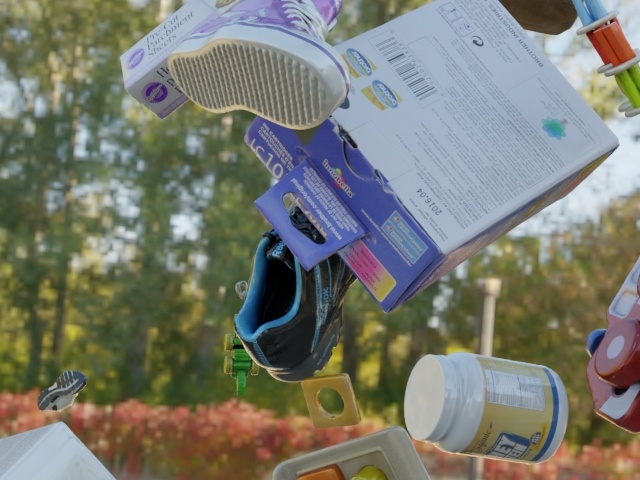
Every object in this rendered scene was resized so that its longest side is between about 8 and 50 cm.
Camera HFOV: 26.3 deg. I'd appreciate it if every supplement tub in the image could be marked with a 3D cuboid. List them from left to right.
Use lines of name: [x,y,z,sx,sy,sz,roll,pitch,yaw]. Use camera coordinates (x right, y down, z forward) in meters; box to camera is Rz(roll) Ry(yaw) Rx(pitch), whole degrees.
supplement tub: [0.235,0.237,1.946,0.199,0.144,0.144,11,-7,-21]

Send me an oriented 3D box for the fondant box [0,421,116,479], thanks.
fondant box: [-0.337,0.290,1.236,0.096,0.238,0.330,49,-30,-9]

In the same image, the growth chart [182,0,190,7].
growth chart: [-0.122,-0.337,2.133,0.237,0.172,0.021,28,5,-44]

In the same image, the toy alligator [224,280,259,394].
toy alligator: [-0.133,0.165,2.283,0.056,0.190,0.051,3,-13,-12]

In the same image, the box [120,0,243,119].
box: [-0.074,-0.254,1.456,0.324,0.067,0.063,-34,-49,19]

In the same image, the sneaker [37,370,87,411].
sneaker: [-0.399,0.237,2.152,0.109,0.040,0.043,-33,-35,33]

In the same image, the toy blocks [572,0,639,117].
toy blocks: [0.320,-0.213,1.495,0.054,0.148,0.123,-29,6,10]

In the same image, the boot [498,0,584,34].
boot: [0.262,-0.402,2.136,0.305,0.115,0.112,17,25,6]

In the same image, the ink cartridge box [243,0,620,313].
ink cartridge box: [0.108,-0.104,1.545,0.395,0.270,0.151,-29,-14,-39]

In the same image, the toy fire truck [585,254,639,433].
toy fire truck: [0.487,0.126,1.983,0.169,0.302,0.254,29,1,-14]

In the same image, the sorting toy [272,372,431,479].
sorting toy: [0.048,0.325,1.605,0.196,0.348,0.047,-25,3,33]

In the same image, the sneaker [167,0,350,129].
sneaker: [-0.026,-0.193,1.265,0.282,0.161,0.102,20,-34,58]

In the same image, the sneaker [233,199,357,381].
sneaker: [0.000,0.000,1.662,0.125,0.341,0.139,12,-15,29]
